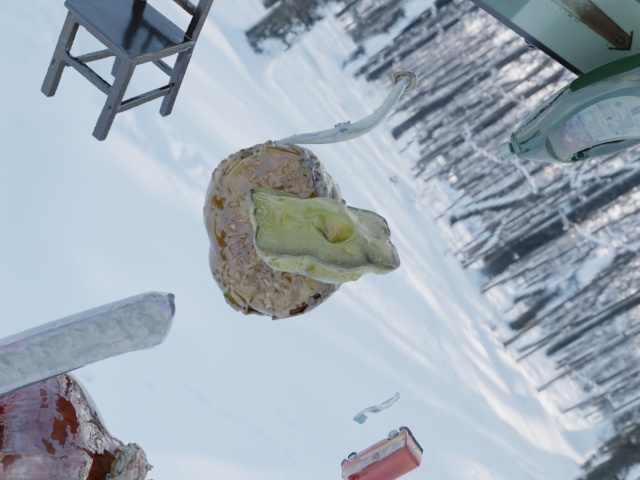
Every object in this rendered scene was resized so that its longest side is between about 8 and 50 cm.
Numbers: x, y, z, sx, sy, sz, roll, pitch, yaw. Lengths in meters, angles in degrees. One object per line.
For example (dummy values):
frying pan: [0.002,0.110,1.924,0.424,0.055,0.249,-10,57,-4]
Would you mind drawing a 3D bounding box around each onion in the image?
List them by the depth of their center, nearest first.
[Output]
onion: [-0.483,0.355,1.318,0.353,0.354,0.353,54,12,-17]

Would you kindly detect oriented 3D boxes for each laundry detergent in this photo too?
laundry detergent: [0.327,-0.143,1.008,0.137,0.211,0.063,36,40,-45]

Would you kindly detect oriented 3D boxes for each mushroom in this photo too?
mushroom: [0.057,-0.192,1.254,0.068,0.306,0.043,13,-52,43]

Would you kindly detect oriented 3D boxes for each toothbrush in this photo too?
toothbrush: [0.137,0.390,1.915,0.027,0.021,0.269,43,20,18]

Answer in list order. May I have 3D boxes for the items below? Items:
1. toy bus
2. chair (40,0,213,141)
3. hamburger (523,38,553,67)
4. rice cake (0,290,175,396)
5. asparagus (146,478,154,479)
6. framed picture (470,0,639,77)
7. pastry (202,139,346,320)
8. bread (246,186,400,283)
toy bus: [0.123,0.460,1.678,0.079,0.174,0.077,55,12,-14]
chair: [-0.383,-0.447,1.685,0.203,0.416,0.241,40,37,15]
hamburger: [0.468,-0.416,1.419,0.243,0.261,0.138,10,33,-49]
rice cake: [-0.339,0.136,0.885,0.070,0.399,0.064,-77,148,-78]
asparagus: [-0.211,0.339,1.081,0.015,0.018,0.127,36,-16,-23]
framed picture: [0.317,-0.308,0.921,0.324,0.244,0.013,28,46,-21]
pastry: [-0.075,-0.018,1.443,0.162,0.255,0.310,-7,95,-86]
bread: [0.000,0.000,1.234,0.233,0.088,0.160,7,43,-12]
